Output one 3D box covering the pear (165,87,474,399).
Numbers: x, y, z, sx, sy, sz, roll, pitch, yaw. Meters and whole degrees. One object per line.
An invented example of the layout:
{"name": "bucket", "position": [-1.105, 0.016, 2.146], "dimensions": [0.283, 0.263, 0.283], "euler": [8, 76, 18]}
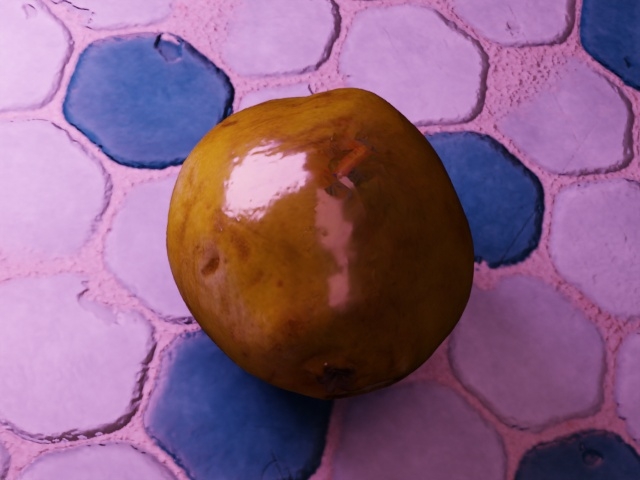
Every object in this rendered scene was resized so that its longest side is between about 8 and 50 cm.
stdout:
{"name": "pear", "position": [0.000, 0.000, 1.403], "dimensions": [0.269, 0.269, 0.321], "euler": [13, 40, -7]}
